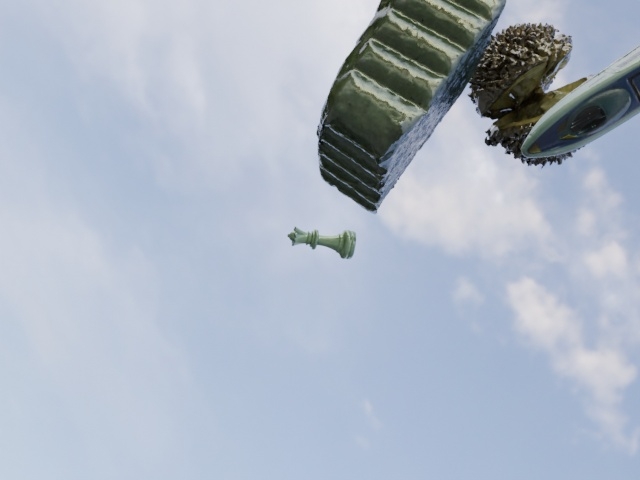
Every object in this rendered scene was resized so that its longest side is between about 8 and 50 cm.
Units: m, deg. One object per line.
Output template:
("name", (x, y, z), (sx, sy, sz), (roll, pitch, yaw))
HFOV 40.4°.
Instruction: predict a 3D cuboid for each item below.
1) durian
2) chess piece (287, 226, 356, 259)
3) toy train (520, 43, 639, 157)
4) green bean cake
("durian", (0.277, -0.185, 1.113), (0.166, 0.196, 0.196), (-19, -81, 10))
("chess piece", (0.000, 0.000, 1.199), (0.042, 0.093, 0.042), (-171, -90, -82))
("toy train", (0.309, -0.152, 0.854), (0.055, 0.251, 0.048), (55, 0, -22))
("green bean cake", (0.070, -0.131, 0.760), (0.094, 0.185, 0.183), (30, -14, 5))
